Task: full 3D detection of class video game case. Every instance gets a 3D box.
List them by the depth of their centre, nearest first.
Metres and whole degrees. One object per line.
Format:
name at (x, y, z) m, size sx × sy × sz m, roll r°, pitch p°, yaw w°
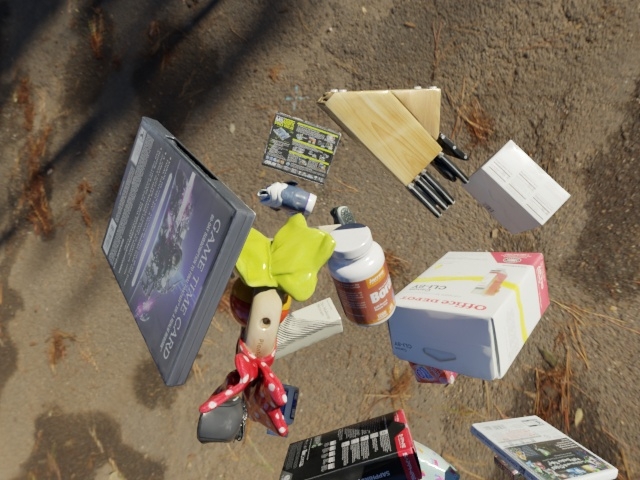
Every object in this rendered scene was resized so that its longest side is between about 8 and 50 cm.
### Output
video game case at (-0.180, -0.006, 0.481) m, size 0.274 × 0.026 × 0.196 m, roll 40°, pitch 111°, yaw 41°
video game case at (0.412, 0.392, 0.794) m, size 0.173 × 0.191 × 0.022 m, roll 26°, pitch 107°, yaw 62°

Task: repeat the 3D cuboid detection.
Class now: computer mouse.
computer mouse at (-0.187, 0.366, 0.965) m, size 0.060 × 0.262 × 0.184 m, roll 7°, pitch 67°, yaw 13°

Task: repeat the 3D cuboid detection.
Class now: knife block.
knife block at (0.138, -0.157, 0.791) m, size 0.276 × 0.088 × 0.242 m, roll -5°, pitch 110°, yaw -9°

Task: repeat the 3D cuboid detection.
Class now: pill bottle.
pill bottle at (0.085, 0.074, 0.909) m, size 0.121 × 0.216 × 0.121 m, roll -13°, pitch 37°, yaw 10°
pill bottle at (-0.152, 0.664, 1.663) m, size 0.112 × 0.112 × 0.186 m, roll -1°, pitch 64°, yaw 25°

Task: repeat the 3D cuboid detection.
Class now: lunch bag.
lunch bag at (0.350, 0.822, 1.551) m, size 0.223 × 0.262 × 0.160 m, roll 25°, pitch 83°, yaw 4°

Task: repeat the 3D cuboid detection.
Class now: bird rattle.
bird rattle at (-0.066, 0.090, 0.525) m, size 0.143 × 0.207 × 0.253 m, roll 2°, pitch 98°, yaw -8°

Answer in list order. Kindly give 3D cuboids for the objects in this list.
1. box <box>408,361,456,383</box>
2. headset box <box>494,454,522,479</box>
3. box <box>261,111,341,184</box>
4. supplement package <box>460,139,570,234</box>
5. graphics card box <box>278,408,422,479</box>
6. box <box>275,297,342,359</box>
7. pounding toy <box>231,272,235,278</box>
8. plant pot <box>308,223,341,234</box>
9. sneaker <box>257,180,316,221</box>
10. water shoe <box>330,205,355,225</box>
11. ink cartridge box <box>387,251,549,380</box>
box at (0.412, 0.360, 1.461) m, size 0.128 × 0.257 × 0.122 m, roll -13°, pitch 109°, yaw 41°
headset box at (0.573, 0.669, 1.270) m, size 0.083 × 0.062 × 0.032 m, roll 33°, pitch 141°, yaw 60°
box at (-0.077, -0.367, 1.699) m, size 0.270 × 0.060 × 0.216 m, roll 17°, pitch 110°, yaw -4°
supplement package at (0.651, -0.172, 1.447) m, size 0.145 × 0.204 × 0.262 m, roll -43°, pitch 85°, yaw -6°
graphics card box at (0.079, 0.605, 1.175) m, size 0.371 × 0.233 × 0.094 m, roll -18°, pitch 91°, yaw 4°
box at (-0.066, 0.319, 1.541) m, size 0.275 × 0.094 × 0.113 m, roll -22°, pitch 47°, yaw -11°
pounding toy at (-0.290, 0.038, 1.069) m, size 0.181 × 0.206 × 0.094 m, roll 24°, pitch 130°, yaw -10°
plant pot at (0.000, 0.000, 1.421) m, size 0.109 × 0.109 × 0.096 m, roll -4°, pitch 93°, yaw 44°
sneaker at (-0.154, -0.175, 1.849) m, size 0.236 × 0.323 × 0.130 m, roll 19°, pitch 84°, yaw -7°
water shoe at (0.095, -0.031, 1.550) m, size 0.080 × 0.073 × 0.203 m, roll 10°, pitch 121°, yaw 54°
ink cartridge box at (0.390, 0.167, 1.108) m, size 0.279 × 0.385 × 0.160 m, roll 1°, pitch 110°, yaw 42°
